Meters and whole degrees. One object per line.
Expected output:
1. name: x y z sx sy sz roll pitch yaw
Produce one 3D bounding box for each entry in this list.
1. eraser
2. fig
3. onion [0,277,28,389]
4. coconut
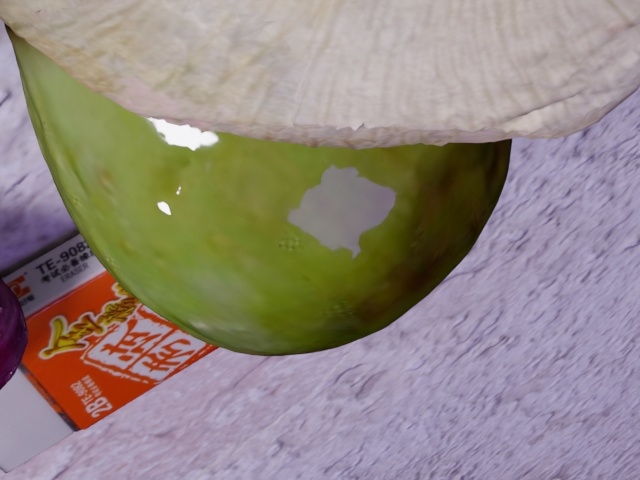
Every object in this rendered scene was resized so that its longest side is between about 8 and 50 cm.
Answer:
1. eraser: -0.123 0.046 0.856 0.230 0.038 0.157 -31 152 -7
2. fig: -0.020 -0.058 0.630 0.207 0.207 0.230 -33 148 -2
3. onion: -0.205 0.053 0.713 0.115 0.104 0.115 -5 137 -5
4. coconut: 0.008 -0.165 0.391 0.297 0.254 0.297 -9 121 -16
